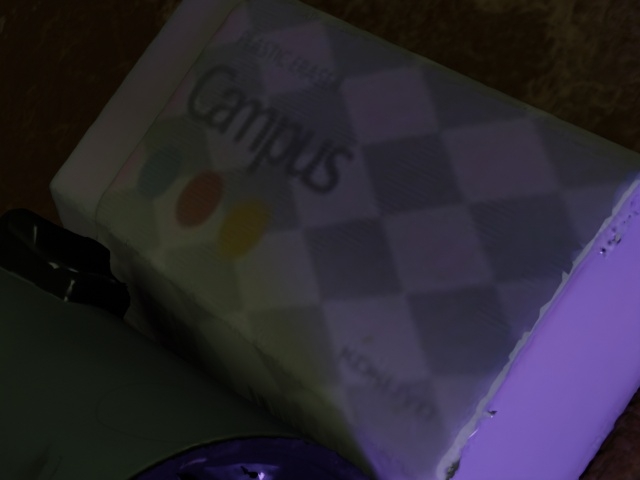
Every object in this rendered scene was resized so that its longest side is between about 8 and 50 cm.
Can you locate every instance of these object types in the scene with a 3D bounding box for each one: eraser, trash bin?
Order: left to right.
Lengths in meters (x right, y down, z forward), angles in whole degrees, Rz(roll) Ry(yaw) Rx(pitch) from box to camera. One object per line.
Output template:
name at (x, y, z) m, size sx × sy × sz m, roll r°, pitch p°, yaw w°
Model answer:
trash bin at (-0.126, 0.147, 0.779) m, size 0.262 × 0.217 × 0.277 m, roll 24°, pitch 91°, yaw 49°
eraser at (0.001, 0.000, 0.863) m, size 0.213 × 0.082 × 0.397 m, roll -55°, pitch 41°, yaw -2°
